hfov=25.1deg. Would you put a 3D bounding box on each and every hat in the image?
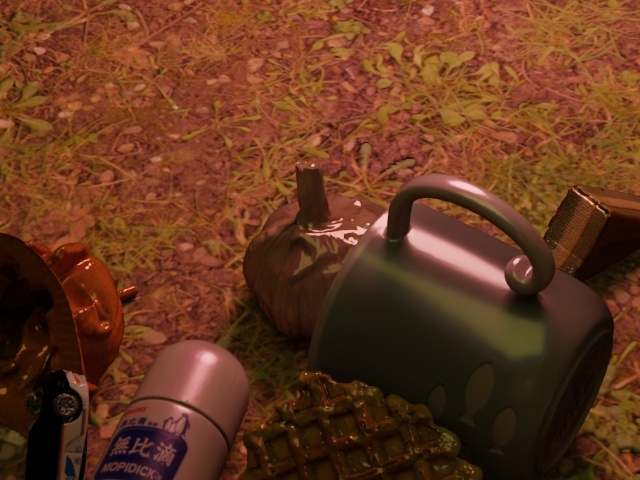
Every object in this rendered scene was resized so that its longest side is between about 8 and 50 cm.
[{"bbox_3d":[-0.293,0.093,1.760,0.244,0.233,0.233,39,30,19],"label":"hat"}]

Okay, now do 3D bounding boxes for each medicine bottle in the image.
[{"bbox_3d":[-0.178,0.254,1.587,0.130,0.130,0.341,13,47,13],"label":"medicine bottle"}]

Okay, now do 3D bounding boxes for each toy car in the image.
[{"bbox_3d":[-0.294,0.244,1.587,0.056,0.095,0.205,8,81,-34],"label":"toy car"}]

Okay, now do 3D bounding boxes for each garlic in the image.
[{"bbox_3d":[0.000,0.000,1.775,0.219,0.212,0.218,-5,41,4],"label":"garlic"}]

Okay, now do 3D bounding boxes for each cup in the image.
[{"bbox_3d":[0.171,0.086,1.587,0.274,0.356,0.259,26,48,22],"label":"cup"}]

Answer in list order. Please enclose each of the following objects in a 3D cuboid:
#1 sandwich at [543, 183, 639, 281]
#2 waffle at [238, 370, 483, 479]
[{"bbox_3d":[0.377,-0.003,1.902,0.163,0.113,0.079,4,32,-46],"label":"sandwich"},{"bbox_3d":[0.030,0.281,1.524,0.291,0.051,0.291,-2,83,18],"label":"waffle"}]
